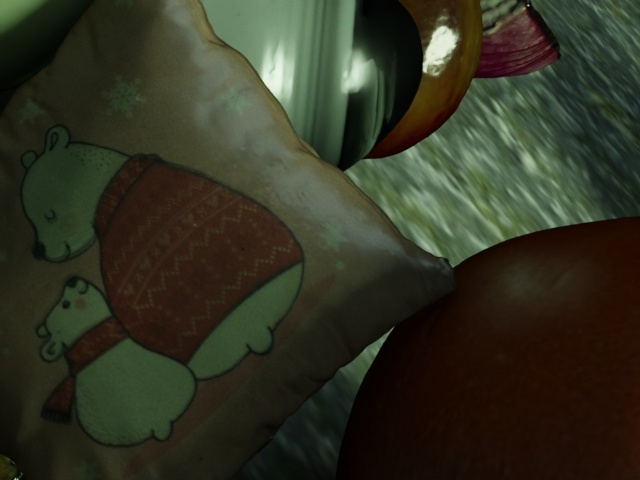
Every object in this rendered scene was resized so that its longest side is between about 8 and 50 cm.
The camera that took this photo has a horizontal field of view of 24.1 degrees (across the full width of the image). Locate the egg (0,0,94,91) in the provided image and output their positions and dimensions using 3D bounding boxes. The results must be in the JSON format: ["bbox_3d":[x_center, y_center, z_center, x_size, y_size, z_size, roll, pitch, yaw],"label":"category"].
[{"bbox_3d":[-0.232,-0.213,0.728,0.336,0.278,0.278,17,40,-44],"label":"egg"}]

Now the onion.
[{"bbox_3d":[0.093,-0.218,1.348,0.250,0.111,0.247,42,5,13],"label":"onion"}]

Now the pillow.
[{"bbox_3d":[-0.086,0.018,0.709,0.223,0.236,0.084,45,1,-3],"label":"pillow"}]

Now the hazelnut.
[{"bbox_3d":[0.023,-0.182,1.096,0.217,0.217,0.251,13,42,-45],"label":"hazelnut"}]

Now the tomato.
[{"bbox_3d":[0.159,0.145,0.761,0.321,0.321,0.321,33,32,-23],"label":"tomato"}]

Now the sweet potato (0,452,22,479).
[{"bbox_3d":[-0.223,0.080,0.601,0.233,0.062,0.081,7,63,-54],"label":"sweet potato"}]

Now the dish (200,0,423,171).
[{"bbox_3d":[-0.007,-0.110,0.872,0.134,0.273,0.273,4,39,-4],"label":"dish"}]
